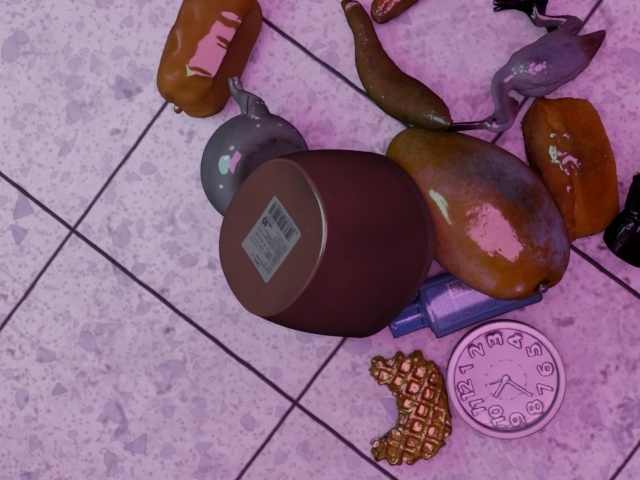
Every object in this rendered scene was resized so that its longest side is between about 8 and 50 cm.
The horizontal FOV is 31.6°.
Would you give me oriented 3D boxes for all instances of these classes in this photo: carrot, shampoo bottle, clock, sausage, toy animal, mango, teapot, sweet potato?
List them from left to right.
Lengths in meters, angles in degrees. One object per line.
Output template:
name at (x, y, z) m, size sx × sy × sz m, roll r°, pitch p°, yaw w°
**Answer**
sausage at (-0.191, -0.325, 1.927) m, size 0.136 × 0.120 × 0.241 m, roll 21°, pitch 92°, yaw 21°
teapot at (-0.113, -0.120, 1.896) m, size 0.193 × 0.129 × 0.294 m, roll -13°, pitch 112°, yaw -30°
sweet potato at (0.122, -0.271, 1.890) m, size 0.079 × 0.108 × 0.346 m, roll -14°, pitch 52°, yaw -30°
carrot at (0.161, -0.435, 1.922) m, size 0.186 × 0.060 × 0.060 m, roll -42°, pitch 85°, yaw 7°
shampoo bottle at (0.235, 0.097, 1.902) m, size 0.259 × 0.061 × 0.103 m, roll -21°, pitch 87°, yaw 5°
mango at (0.243, -0.059, 1.816) m, size 0.222 × 0.199 × 0.384 m, roll -28°, pitch 57°, yaw -21°
clock at (0.309, 0.231, 1.889) m, size 0.197 × 0.068 × 0.196 m, roll 0°, pitch 90°, yaw 7°
toy animal at (0.345, -0.281, 1.851) m, size 0.195 × 0.090 × 0.324 m, roll 16°, pitch 68°, yaw 16°

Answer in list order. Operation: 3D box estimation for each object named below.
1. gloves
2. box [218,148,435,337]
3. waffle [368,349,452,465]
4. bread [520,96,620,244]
gloves at (0.552, -0.061, 1.824) m, size 0.203 × 0.164 × 0.124 m, roll -50°, pitch 63°, yaw 19°
box at (0.000, 0.000, 1.748) m, size 0.301 × 0.216 × 0.300 m, roll -6°, pitch 81°, yaw 43°
waffle at (0.144, 0.285, 1.915) m, size 0.149 × 0.051 × 0.194 m, roll -12°, pitch 88°, yaw 4°
bread at (0.413, -0.125, 1.850) m, size 0.129 × 0.134 × 0.260 m, roll -14°, pitch 88°, yaw 5°
